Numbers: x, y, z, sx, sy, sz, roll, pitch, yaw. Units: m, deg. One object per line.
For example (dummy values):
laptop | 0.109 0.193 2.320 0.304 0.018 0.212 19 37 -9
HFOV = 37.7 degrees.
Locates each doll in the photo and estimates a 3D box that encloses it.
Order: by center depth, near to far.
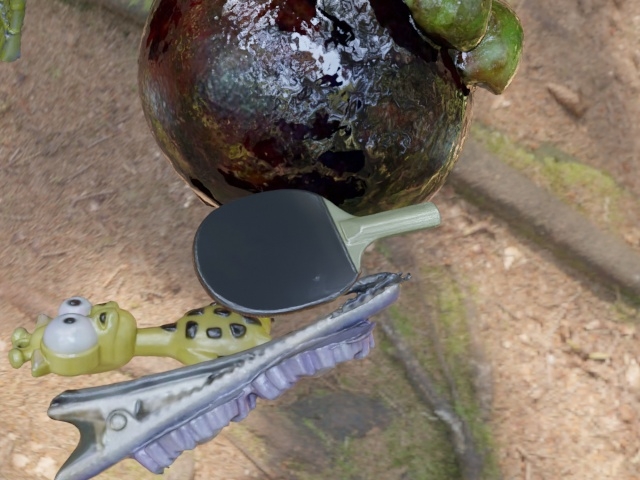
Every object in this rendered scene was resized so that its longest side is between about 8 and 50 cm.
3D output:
doll | -0.192 0.108 1.034 0.291 0.117 0.086 1 115 -9

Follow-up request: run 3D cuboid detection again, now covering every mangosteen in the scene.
mangosteen | -0.001 -0.143 0.773 0.311 0.311 0.311 5 79 -26

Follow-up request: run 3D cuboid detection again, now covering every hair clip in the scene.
hair clip | -0.061 0.098 0.687 0.292 0.106 0.084 -25 86 0

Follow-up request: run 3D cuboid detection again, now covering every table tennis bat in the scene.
table tennis bat | 0.000 0.000 0.566 0.156 0.013 0.087 -12 56 -17

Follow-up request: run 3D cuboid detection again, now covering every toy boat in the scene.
toy boat | -0.244 -0.204 0.739 0.016 0.115 0.063 -2 43 -28
